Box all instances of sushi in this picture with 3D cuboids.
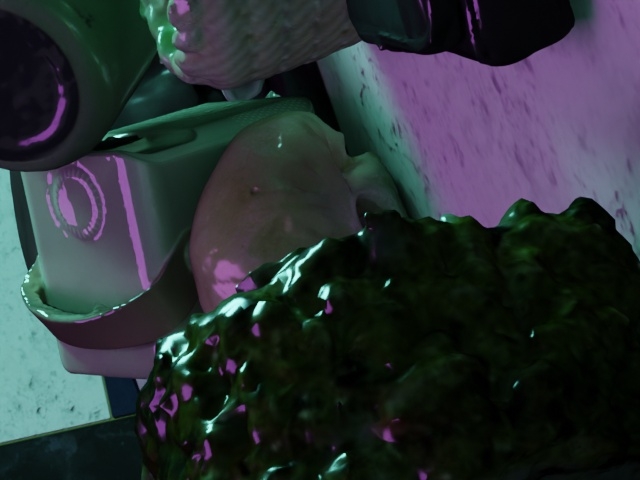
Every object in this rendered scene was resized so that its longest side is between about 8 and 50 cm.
[{"bbox_3d":[0.062,0.137,0.996,0.352,0.294,0.178,91,157,-54],"label":"sushi"}]

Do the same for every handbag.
[{"bbox_3d":[0.036,-0.228,1.011,0.244,0.088,0.275,-141,31,-72],"label":"handbag"}]

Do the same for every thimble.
[{"bbox_3d":[-0.055,-0.210,1.241,0.219,0.150,0.219,159,90,-78],"label":"thimble"}]

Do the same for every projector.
[{"bbox_3d":[-0.110,-0.003,1.457,0.163,0.242,0.177,-1,106,45],"label":"projector"}]

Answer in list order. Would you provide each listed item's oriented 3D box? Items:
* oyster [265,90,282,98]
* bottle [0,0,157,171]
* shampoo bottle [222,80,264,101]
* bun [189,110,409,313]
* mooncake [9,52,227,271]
[{"bbox_3d":[-0.020,-0.035,1.579,0.125,0.064,0.177,36,137,41],"label":"oyster"},{"bbox_3d":[-0.179,-0.208,1.440,0.347,0.168,0.168,-66,-28,-49],"label":"bottle"},{"bbox_3d":[-0.085,-0.176,1.641,0.072,0.043,0.099,87,158,-52],"label":"shampoo bottle"},{"bbox_3d":[0.000,0.000,1.366,0.178,0.128,0.193,35,-122,-43],"label":"bun"},{"bbox_3d":[-0.208,-0.104,1.873,0.381,0.212,0.351,-131,28,-62],"label":"mooncake"}]
